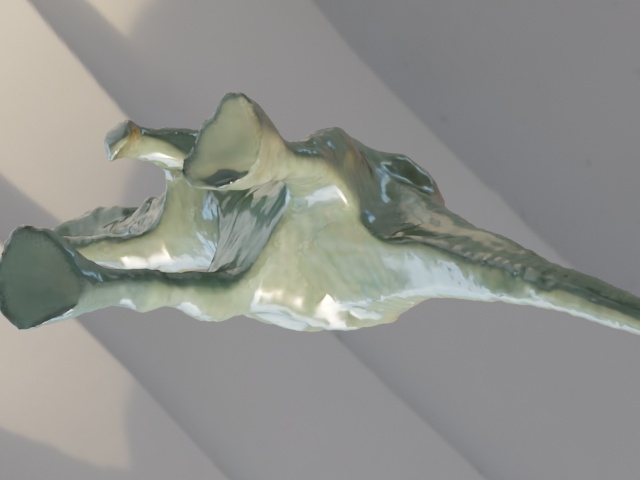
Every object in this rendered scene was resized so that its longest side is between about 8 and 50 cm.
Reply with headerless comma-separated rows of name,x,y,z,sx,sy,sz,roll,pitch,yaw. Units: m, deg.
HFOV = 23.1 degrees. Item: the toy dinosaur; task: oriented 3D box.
toy dinosaur,0.000,0.000,0.588,0.393,0.205,0.092,3,-95,30
